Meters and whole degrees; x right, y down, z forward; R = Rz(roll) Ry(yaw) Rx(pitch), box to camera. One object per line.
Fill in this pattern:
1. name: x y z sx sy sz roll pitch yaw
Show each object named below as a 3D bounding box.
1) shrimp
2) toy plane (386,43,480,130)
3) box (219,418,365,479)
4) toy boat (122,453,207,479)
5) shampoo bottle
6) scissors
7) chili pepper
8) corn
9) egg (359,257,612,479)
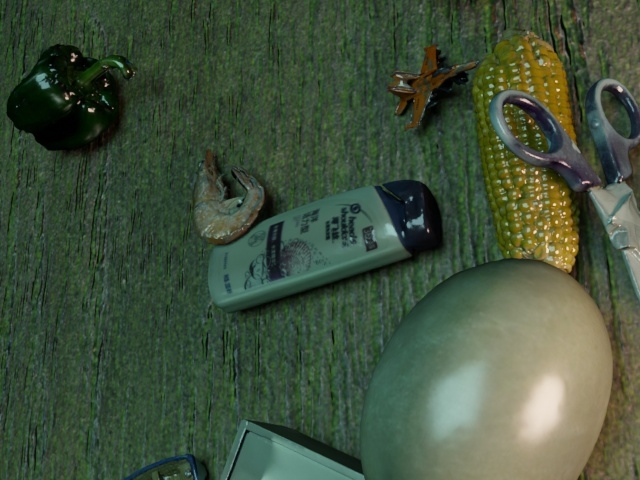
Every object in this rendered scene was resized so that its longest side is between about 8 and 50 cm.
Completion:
1. shrimp: -0.152 -0.080 1.340 0.126 0.047 0.224 -23 46 8
2. toy plane: 0.171 -0.229 1.200 0.188 0.062 0.135 -2 71 50
3. box: -0.025 0.385 1.092 0.225 0.117 0.225 16 83 33
4. toy boat: -0.270 0.394 1.276 0.228 0.046 0.080 -31 62 19
5. shampoo bottle: 0.000 0.000 1.230 0.359 0.078 0.134 -19 54 24
6. scissors: 0.354 -0.022 0.981 0.029 0.255 0.384 -42 63 54
7. chili pepper: -0.449 -0.278 1.540 0.261 0.174 0.165 -33 35 18
8. corn: 0.268 -0.118 1.082 0.130 0.130 0.347 -11 71 27
9. egg: 0.186 0.184 0.948 0.258 0.258 0.352 30 81 34
